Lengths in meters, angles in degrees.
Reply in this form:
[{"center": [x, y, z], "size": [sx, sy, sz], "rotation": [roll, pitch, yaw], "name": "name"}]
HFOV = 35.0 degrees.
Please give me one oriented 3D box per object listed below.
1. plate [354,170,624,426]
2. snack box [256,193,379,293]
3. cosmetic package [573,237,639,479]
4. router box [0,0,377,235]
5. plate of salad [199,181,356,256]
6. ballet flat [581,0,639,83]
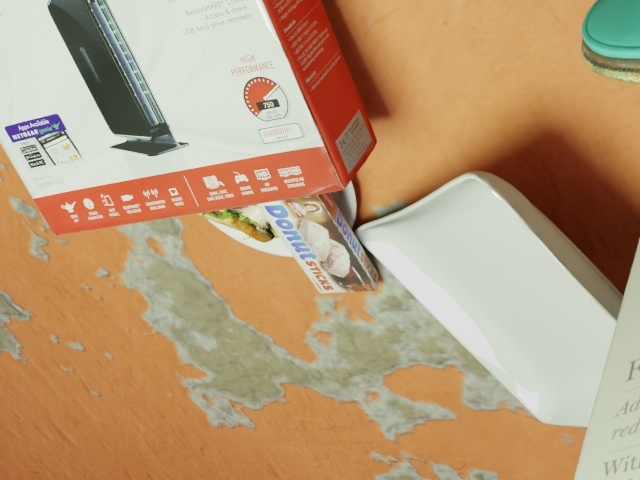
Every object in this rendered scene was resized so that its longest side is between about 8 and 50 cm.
[{"center": [0.179, 0.055, 0.886], "size": [0.277, 0.045, 0.278], "rotation": [46, 162, -6], "name": "plate"}, {"center": [0.000, 0.000, 0.978], "size": [0.064, 0.022, 0.178], "rotation": [-3, 148, 21], "name": "snack box"}, {"center": [0.401, 0.124, 0.627], "size": [0.327, 0.393, 0.329], "rotation": [41, 139, -14], "name": "cosmetic package"}, {"center": [-0.160, -0.165, 0.860], "size": [0.335, 0.082, 0.301], "rotation": [-8, 120, 33], "name": "router box"}, {"center": [-0.062, -0.051, 0.987], "size": [0.200, 0.048, 0.200], "rotation": [17, 138, 16], "name": "plate of salad"}, {"center": [0.328, -0.154, 0.610], "size": [0.348, 0.123, 0.123], "rotation": [-21, 119, 43], "name": "ballet flat"}]
